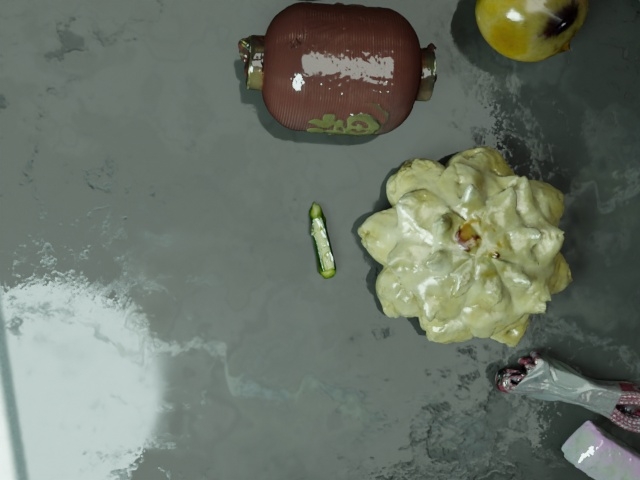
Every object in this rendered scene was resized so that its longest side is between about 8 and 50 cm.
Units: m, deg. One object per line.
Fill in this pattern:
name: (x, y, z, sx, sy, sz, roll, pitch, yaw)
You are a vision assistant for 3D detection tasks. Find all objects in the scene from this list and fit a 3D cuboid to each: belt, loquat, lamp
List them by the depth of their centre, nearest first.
lamp: (0.021, -0.219, 1.390, 0.258, 0.180, 0.180, 3, 90, -5)
loquat: (0.282, -0.316, 1.428, 0.163, 0.137, 0.163, 2, 104, 7)
belt: (0.361, 0.209, 1.486, 0.232, 0.053, 0.071, 16, 98, -6)

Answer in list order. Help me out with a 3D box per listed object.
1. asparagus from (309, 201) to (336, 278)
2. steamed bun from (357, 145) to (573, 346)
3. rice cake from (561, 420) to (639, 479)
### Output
asparagus: (0.001, 0.000, 1.457, 0.025, 0.021, 0.108, -12, 92, -5)
steamed bun: (0.213, 0.011, 1.427, 0.292, 0.137, 0.295, -22, 91, -9)
rice cake: (0.503, 0.365, 1.497, 0.365, 0.056, 0.072, 30, 103, -7)
